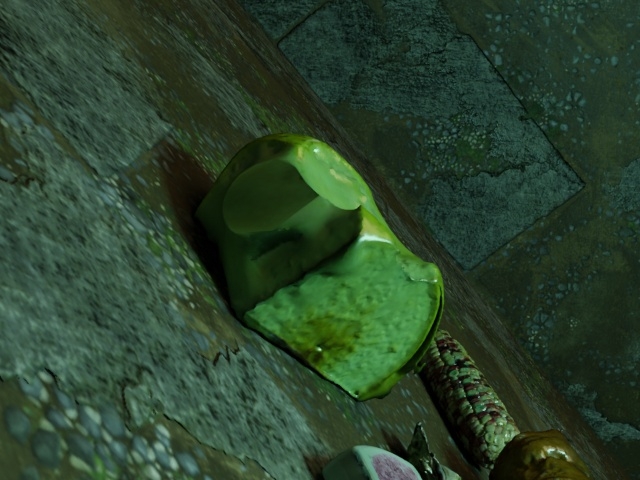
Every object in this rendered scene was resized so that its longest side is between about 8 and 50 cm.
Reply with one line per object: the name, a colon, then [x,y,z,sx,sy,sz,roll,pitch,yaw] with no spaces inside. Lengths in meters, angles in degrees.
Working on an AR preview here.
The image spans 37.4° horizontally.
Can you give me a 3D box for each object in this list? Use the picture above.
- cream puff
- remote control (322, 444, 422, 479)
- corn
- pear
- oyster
cream puff: [0.301,0.365,1.194,0.241,0.155,0.269,57,5,0]
remote control: [0.115,0.328,0.797,0.145,0.050,0.344,36,19,-54]
corn: [0.217,0.234,1.430,0.086,0.086,0.253,41,13,-43]
pear: [0.000,0.000,1.072,0.286,0.176,0.281,42,13,-45]
oyster: [0.130,0.267,1.047,0.165,0.053,0.108,-111,179,-77]
